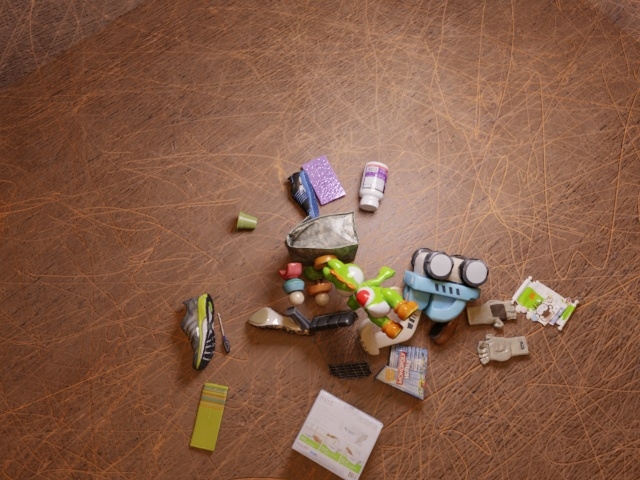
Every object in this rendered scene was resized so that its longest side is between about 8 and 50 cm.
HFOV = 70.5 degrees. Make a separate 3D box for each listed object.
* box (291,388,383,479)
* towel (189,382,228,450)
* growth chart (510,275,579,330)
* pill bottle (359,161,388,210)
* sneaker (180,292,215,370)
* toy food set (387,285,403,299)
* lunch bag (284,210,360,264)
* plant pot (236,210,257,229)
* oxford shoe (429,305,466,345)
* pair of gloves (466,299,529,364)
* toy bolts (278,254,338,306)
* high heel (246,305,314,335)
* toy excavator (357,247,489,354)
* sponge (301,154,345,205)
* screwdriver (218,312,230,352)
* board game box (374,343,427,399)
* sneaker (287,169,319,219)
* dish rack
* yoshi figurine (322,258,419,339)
[{"bbox_3d":[0.063,0.719,1.681,0.261,0.127,0.231,26,76,8],"label":"box"},{"bbox_3d":[-0.430,0.680,1.757,0.102,0.021,0.238,9,76,9],"label":"towel"},{"bbox_3d":[0.909,0.260,1.850,0.237,0.021,0.172,31,78,9],"label":"growth chart"},{"bbox_3d":[0.225,-0.231,1.952,0.108,0.108,0.194,12,75,4],"label":"pill bottle"},{"bbox_3d":[-0.494,0.366,1.811,0.121,0.111,0.300,-7,69,9],"label":"sneaker"},{"bbox_3d":[0.305,0.230,1.868,0.082,0.020,0.083,-13,74,-3],"label":"toy food set"},{"bbox_3d":[0.000,0.000,1.824,0.286,0.235,0.169,-9,73,-2],"label":"lunch bag"},{"bbox_3d":[-0.312,-0.079,1.940,0.079,0.083,0.084,12,75,-10],"label":"plant pot"},{"bbox_3d":[0.522,0.331,1.822,0.212,0.076,0.076,-47,109,-14],"label":"oxford shoe"},{"bbox_3d":[0.703,0.360,1.815,0.204,0.042,0.240,-13,77,-6],"label":"pair of gloves"},{"bbox_3d":[-0.032,0.168,1.763,0.228,0.218,0.159,-2,68,-31],"label":"toy bolts"},{"bbox_3d":[-0.157,0.348,1.826,0.261,0.186,0.093,-14,44,30],"label":"high heel"},{"bbox_3d":[0.393,0.251,1.770,0.432,0.222,0.446,11,91,-6],"label":"toy excavator"},{"bbox_3d":[0.014,-0.266,2.005,0.117,0.031,0.210,-26,77,-5],"label":"sponge"},{"bbox_3d":[-0.398,0.374,1.839,0.025,0.024,0.170,-13,71,-32],"label":"screwdriver"},{"bbox_3d":[0.313,0.504,1.771,0.193,0.060,0.194,9,75,3],"label":"board game box"},{"bbox_3d":[-0.075,-0.185,1.967,0.090,0.081,0.233,-19,81,20],"label":"sneaker"},{"bbox_3d":[0.085,0.407,1.731,0.208,0.074,0.272,-16,106,36],"label":"dish rack"},{"bbox_3d":[0.177,0.190,1.676,0.362,0.203,0.203,37,63,19],"label":"yoshi figurine"}]
